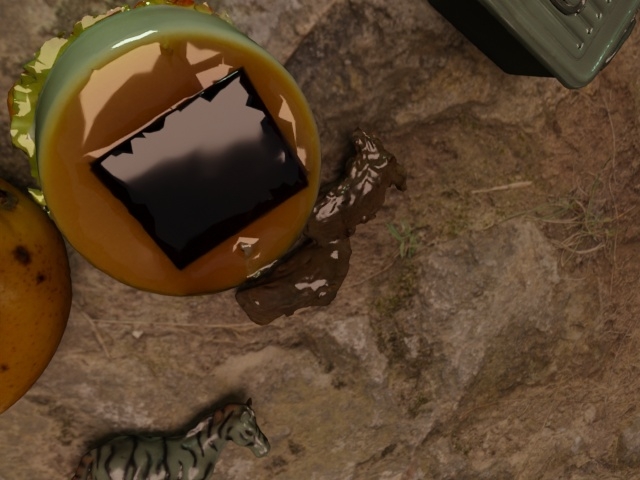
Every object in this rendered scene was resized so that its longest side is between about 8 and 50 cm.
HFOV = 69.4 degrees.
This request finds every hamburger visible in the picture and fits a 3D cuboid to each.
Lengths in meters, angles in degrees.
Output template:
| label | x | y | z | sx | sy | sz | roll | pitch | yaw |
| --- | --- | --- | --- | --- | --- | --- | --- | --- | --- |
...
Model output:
| label | x | y | z | sx | sy | sz | roll | pitch | yaw |
| --- | --- | --- | --- | --- | --- | --- | --- | --- | --- |
| hamburger | -0.138 | -0.087 | 0.472 | 0.276 | 0.179 | 0.294 | -37 | 119 | -3 |

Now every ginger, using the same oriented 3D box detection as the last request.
| label | x | y | z | sx | sy | sz | roll | pitch | yaw |
| --- | --- | --- | --- | --- | --- | --- | --- | --- | --- |
| ginger | 0.002 | -0.002 | 0.600 | 0.122 | 0.084 | 0.290 | 35 | 93 | -33 |

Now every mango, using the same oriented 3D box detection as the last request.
| label | x | y | z | sx | sy | sz | roll | pitch | yaw |
| --- | --- | --- | --- | --- | --- | --- | --- | --- | --- |
| mango | -0.351 | 0.062 | 0.452 | 0.190 | 0.160 | 0.291 | 0 | 110 | -30 |

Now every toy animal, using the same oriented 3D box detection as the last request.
| label | x | y | z | sx | sy | sz | roll | pitch | yaw |
| --- | --- | --- | --- | --- | --- | --- | --- | --- | --- |
| toy animal | -0.196 | 0.323 | 0.632 | 0.254 | 0.089 | 0.170 | -15 | 106 | -18 |

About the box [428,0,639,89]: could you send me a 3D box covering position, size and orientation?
| label | x | y | z | sx | sy | sz | roll | pitch | yaw |
| --- | --- | --- | --- | --- | --- | --- | --- | --- | --- |
| box | 0.256 | -0.310 | 0.573 | 0.243 | 0.135 | 0.163 | 26 | 97 | -26 |
